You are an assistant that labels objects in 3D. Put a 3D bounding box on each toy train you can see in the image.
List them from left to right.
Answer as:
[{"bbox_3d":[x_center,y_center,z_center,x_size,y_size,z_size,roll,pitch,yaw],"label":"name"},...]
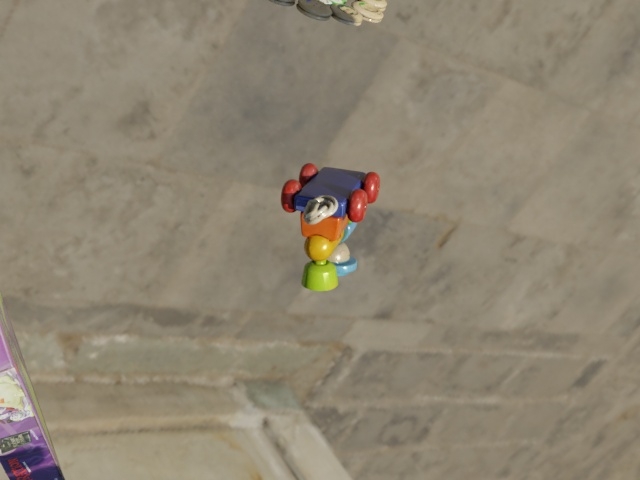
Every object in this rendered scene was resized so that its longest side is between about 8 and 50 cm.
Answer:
[{"bbox_3d":[0.000,0.000,1.297,0.248,0.105,0.143,-53,149,-67],"label":"toy train"}]

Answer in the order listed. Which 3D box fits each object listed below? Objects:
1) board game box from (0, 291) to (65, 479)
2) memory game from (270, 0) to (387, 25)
[{"bbox_3d":[-0.313,0.036,0.924,0.056,0.347,0.208,-18,144,-18],"label":"board game box"},{"bbox_3d":[-0.015,-0.275,1.107,0.186,0.186,0.012,-7,131,-39],"label":"memory game"}]
